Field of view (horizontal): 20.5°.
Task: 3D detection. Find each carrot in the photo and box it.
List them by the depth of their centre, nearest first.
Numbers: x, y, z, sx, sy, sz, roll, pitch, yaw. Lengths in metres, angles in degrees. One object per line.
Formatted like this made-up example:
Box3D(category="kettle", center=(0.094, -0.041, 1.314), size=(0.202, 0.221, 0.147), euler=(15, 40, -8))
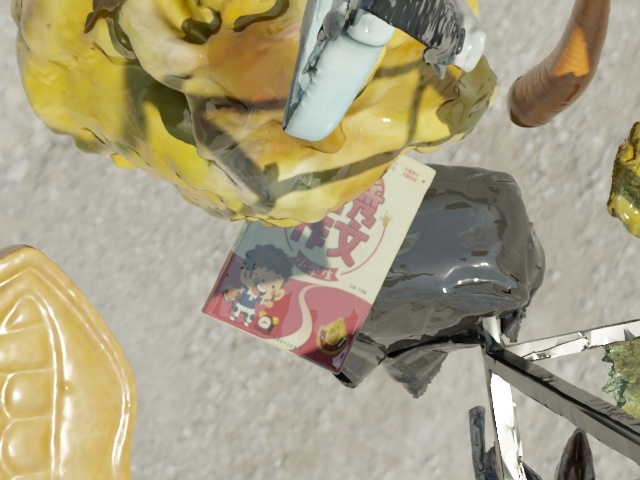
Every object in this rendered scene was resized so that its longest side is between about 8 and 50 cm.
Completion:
Box3D(category="carrot", center=(0.260, -0.190, 1.830), size=(0.271, 0.062, 0.066), euler=(126, 129, -60))

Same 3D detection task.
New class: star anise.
Box3D(category="star anise", center=(0.208, 0.265, 1.593), size=(0.230, 0.081, 0.262), euler=(-37, 64, 0))

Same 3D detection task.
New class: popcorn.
Box3D(category="popcorn", center=(-0.044, -0.195, 1.413), size=(0.390, 0.344, 0.354), euler=(15, 84, 44))

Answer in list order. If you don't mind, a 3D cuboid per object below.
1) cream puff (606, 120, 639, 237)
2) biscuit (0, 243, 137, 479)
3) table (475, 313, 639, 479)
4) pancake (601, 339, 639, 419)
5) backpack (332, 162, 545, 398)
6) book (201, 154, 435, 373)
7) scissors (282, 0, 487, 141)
Box3D(category="cream puff", center=(0.229, -0.045, 1.200), size=(0.083, 0.058, 0.083), euler=(-17, 108, 0))
Box3D(category="biscuit", center=(-0.156, 0.110, 0.857), size=(0.029, 0.142, 0.221), euler=(26, 113, 59))
Box3D(category="table", center=(0.249, 0.179, 0.952), size=(0.222, 0.335, 0.272), euler=(-10, 99, -12))
Box3D(category="pancake", center=(0.383, 0.160, 2.045), size=(0.116, 0.129, 0.022), euler=(7, 142, -1))
Box3D(category="backpack", center=(0.098, 0.066, 2.306), size=(0.363, 0.255, 0.446), euler=(1, 164, -1))
Box3D(category="book", center=(0.000, 0.000, 1.757), size=(0.162, 0.022, 0.232), euler=(27, 89, -25))
Box3D(category="scissors", center=(0.025, -0.101, 0.653), size=(0.029, 0.360, 0.191), euler=(19, 104, -7))
